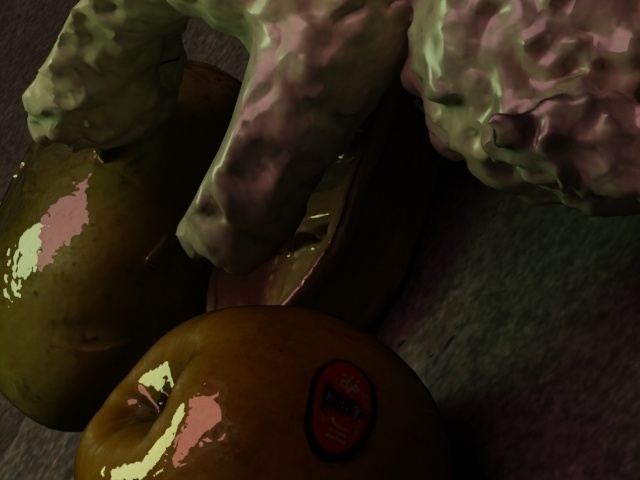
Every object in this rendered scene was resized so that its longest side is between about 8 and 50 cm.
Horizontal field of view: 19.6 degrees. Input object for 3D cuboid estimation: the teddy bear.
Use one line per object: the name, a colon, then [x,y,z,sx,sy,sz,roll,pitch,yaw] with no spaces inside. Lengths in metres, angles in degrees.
teddy bear: [0.071,-0.086,0.897,0.327,0.362,0.375,-51,-3,-28]

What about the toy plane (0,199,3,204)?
toy plane: [-0.261,-0.009,1.505,0.083,0.033,0.080,-42,27,7]

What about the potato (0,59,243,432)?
potato: [-0.121,-0.003,1.120,0.197,0.149,0.228,-117,49,-77]

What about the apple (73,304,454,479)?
apple: [-0.028,0.108,0.847,0.182,0.155,0.182,-39,31,30]

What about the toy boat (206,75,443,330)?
toy boat: [0.000,0.000,1.040,0.116,0.061,0.188,-14,45,50]
